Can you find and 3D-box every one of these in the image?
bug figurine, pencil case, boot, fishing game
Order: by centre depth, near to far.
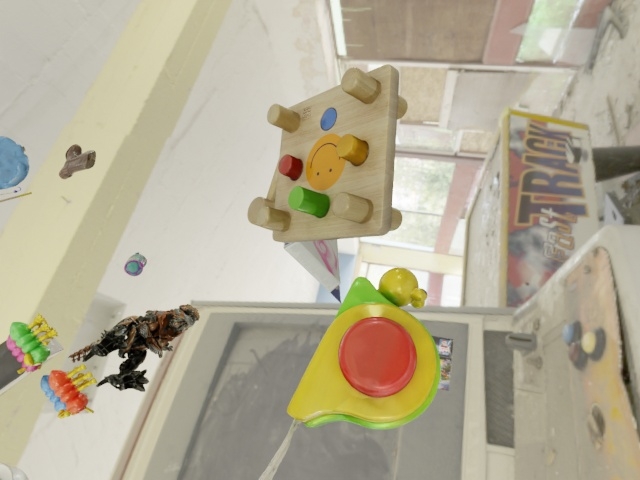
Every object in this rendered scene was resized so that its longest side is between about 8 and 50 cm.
[{"bbox_3d":[-0.528,0.254,0.807,0.072,0.279,0.216,-37,-84,-41],"label":"bug figurine"},{"bbox_3d":[-0.566,-0.201,0.990,0.037,0.114,0.107,35,-130,-47],"label":"boot"},{"bbox_3d":[-1.067,-0.257,1.367,0.189,0.041,0.264,-29,-76,-26],"label":"fishing game"},{"bbox_3d":[-0.694,0.090,1.567,0.151,0.070,0.065,-154,48,-70],"label":"pencil case"}]

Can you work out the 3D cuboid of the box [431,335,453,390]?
[{"bbox_3d":[0.164,0.252,0.904,0.159,0.232,0.044,73,-151,-47],"label":"box"}]

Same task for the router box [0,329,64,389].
[{"bbox_3d":[-0.764,0.329,0.930,0.308,0.081,0.243,-39,7,-21],"label":"router box"}]

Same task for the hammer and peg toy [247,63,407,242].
[{"bbox_3d":[-0.023,-0.130,0.716,0.127,0.361,0.266,12,-100,-42],"label":"hammer and peg toy"}]

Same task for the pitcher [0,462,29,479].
[{"bbox_3d":[-0.786,0.611,0.964,0.177,0.125,0.207,-37,-12,-37],"label":"pitcher"}]

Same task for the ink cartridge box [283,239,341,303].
[{"bbox_3d":[0.000,0.000,1.447,0.330,0.071,0.324,46,-153,-34],"label":"ink cartridge box"}]

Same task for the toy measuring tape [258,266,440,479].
[{"bbox_3d":[0.028,0.172,0.380,0.330,0.121,0.121,-61,-20,-20],"label":"toy measuring tape"}]

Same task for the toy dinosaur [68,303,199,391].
[{"bbox_3d":[-0.470,0.259,1.052,0.164,0.321,0.218,50,-170,-17],"label":"toy dinosaur"}]
